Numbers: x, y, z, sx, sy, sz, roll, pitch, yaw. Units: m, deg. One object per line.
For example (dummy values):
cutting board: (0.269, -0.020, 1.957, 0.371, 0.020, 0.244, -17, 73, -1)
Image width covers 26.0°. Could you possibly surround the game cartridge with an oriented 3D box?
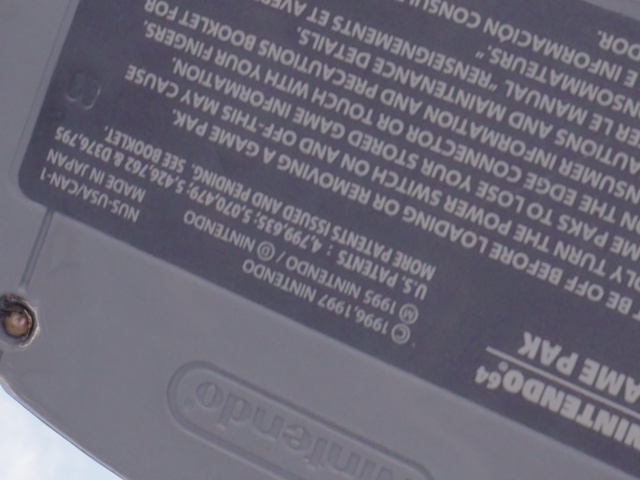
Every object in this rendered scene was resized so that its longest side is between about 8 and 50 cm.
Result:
game cartridge: (0.026, -0.009, 0.355, 0.294, 0.060, 0.196, 24, -86, 17)
